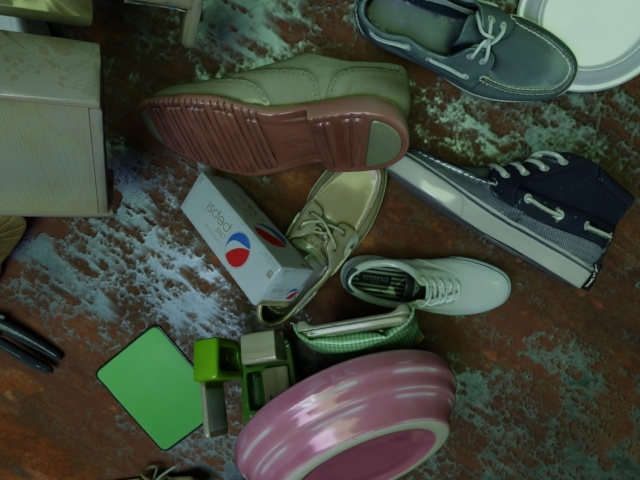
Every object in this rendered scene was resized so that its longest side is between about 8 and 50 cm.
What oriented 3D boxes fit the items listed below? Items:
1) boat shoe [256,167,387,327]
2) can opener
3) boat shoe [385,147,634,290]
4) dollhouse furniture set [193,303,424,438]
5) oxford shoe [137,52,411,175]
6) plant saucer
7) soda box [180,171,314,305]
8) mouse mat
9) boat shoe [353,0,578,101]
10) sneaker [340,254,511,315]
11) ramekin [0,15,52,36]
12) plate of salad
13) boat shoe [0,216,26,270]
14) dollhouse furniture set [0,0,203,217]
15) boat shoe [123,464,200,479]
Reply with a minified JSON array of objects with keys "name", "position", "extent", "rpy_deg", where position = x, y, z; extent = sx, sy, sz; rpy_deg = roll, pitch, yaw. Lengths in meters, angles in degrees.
[{"name":"boat shoe","position":[0.000,0.000,0.764],"extent":[0.109,0.098,0.302],"rpy_deg":[34,101,-3]},{"name":"can opener","position":[-0.519,0.161,0.857],"extent":[0.186,0.073,0.059],"rpy_deg":[27,83,-8]},{"name":"boat shoe","position":[0.269,-0.077,0.730],"extent":[0.340,0.127,0.158],"rpy_deg":[29,95,-10]},{"name":"dollhouse furniture set","position":[0.002,0.198,0.721],"extent":[0.301,0.197,0.152],"rpy_deg":[-12,73,11]},{"name":"oxford shoe","position":[-0.065,-0.187,0.739],"extent":[0.396,0.141,0.147],"rpy_deg":[6,58,12]},{"name":"plant saucer","position":[0.049,0.280,0.721],"extent":[0.331,0.084,0.332],"rpy_deg":[-14,139,-12]},{"name":"soda box","position":[-0.108,-0.004,0.727],"extent":[0.216,0.073,0.069],"rpy_deg":[46,110,31]},{"name":"mouse mat","position":[-0.274,0.254,0.880],"extent":[0.152,0.007,0.190],"rpy_deg":[-38,95,10]},{"name":"boat shoe","position":[0.193,-0.263,0.691],"extent":[0.319,0.099,0.116],"rpy_deg":[23,114,2]},{"name":"sneaker","position":[0.157,0.073,0.770],"extent":[0.257,0.091,0.094],"rpy_deg":[2,101,4]},{"name":"ramekin","position":[-0.515,-0.269,0.737],"extent":[0.272,0.127,0.273],"rpy_deg":[1,100,4]},{"name":"plate of salad","position":[0.371,-0.305,0.699],"extent":[0.199,0.048,0.200],"rpy_deg":[8,113,19]},{"name":"boat shoe","position":[-0.567,0.019,0.820],"extent":[0.277,0.098,0.096],"rpy_deg":[-43,69,18]},{"name":"dollhouse furniture set","position":[-0.331,-0.257,0.606],"extent":[0.361,0.256,0.395],"rpy_deg":[0,68,-22]},{"name":"boat shoe","position":[-0.328,0.448,0.870],"extent":[0.284,0.104,0.090],"rpy_deg":[-20,101,8]}]
